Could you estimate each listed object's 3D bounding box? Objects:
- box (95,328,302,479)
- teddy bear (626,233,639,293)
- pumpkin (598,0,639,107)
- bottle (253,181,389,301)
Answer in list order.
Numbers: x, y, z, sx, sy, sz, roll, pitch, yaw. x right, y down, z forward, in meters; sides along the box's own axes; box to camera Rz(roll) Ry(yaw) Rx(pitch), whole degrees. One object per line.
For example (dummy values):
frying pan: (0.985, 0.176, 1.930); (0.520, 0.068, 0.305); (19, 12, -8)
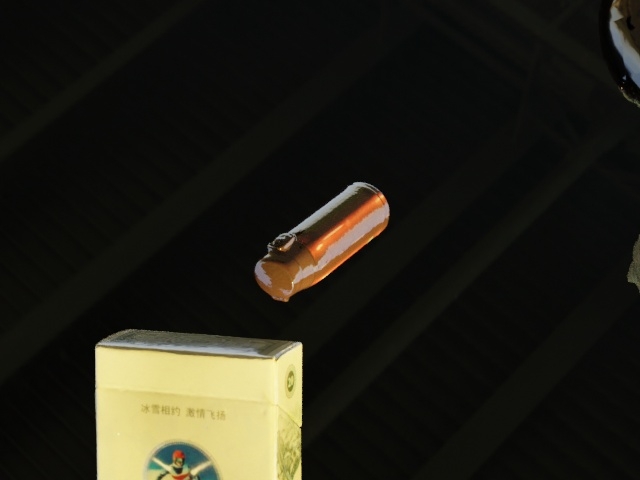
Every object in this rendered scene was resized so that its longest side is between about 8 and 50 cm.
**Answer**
box: (-0.103, 0.210, 1.093); (0.164, 0.069, 0.256); (3, -82, 18)
teddy bear: (0.336, -0.057, 0.563); (0.224, 0.367, 0.357); (27, -86, -8)
pumpkin: (0.414, -0.236, 1.386); (0.233, 0.163, 0.233); (-6, -104, 26)
bottle: (0.000, 0.000, 1.184); (0.060, 0.060, 0.164); (33, -141, 17)
